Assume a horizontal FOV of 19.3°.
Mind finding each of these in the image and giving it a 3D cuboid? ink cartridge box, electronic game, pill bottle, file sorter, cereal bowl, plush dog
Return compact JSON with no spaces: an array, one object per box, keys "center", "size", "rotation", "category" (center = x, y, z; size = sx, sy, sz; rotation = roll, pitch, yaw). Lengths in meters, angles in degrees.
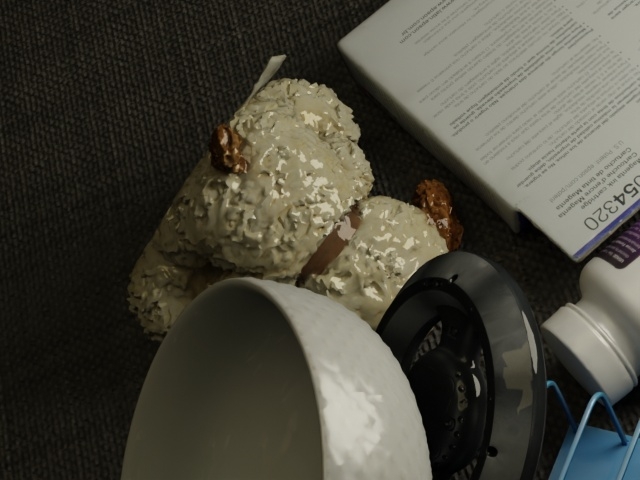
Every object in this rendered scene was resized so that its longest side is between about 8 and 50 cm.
[{"center":[0.233,-0.162,1.569],"size":[0.324,0.071,0.330],"rotation":[-39,55,-6],"category":"ink cartridge box"},{"center":[0.090,0.122,1.344],"size":[0.229,0.048,0.229],"rotation":[-25,61,57],"category":"electronic game"},{"center":[0.262,0.033,1.398],"size":[0.193,0.108,0.108],"rotation":[-39,52,-5],"category":"pill bottle"},{"center":[0.224,0.179,1.319],"size":[0.170,0.104,0.118],"rotation":[12,63,30],"category":"file sorter"},{"center":[-0.020,0.199,1.326],"size":[0.339,0.141,0.339],"rotation":[-25,61,57],"category":"cereal bowl"},{"center":[0.000,0.000,1.491],"size":[0.225,0.210,0.262],"rotation":[35,74,0],"category":"plush dog"}]
